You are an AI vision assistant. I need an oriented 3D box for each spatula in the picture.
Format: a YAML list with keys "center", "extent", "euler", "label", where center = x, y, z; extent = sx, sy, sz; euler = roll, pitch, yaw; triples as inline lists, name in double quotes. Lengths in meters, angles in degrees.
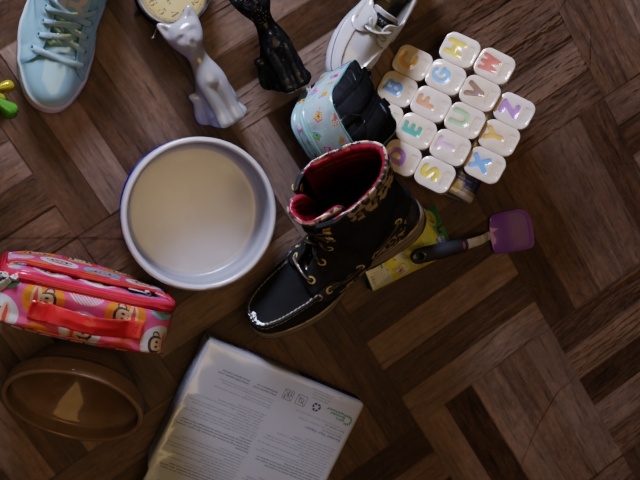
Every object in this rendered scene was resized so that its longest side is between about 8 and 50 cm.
- center: [0.291, 0.002, 1.841]
  extent: [0.297, 0.030, 0.084]
  euler: [-13, 99, -32]
  label: "spatula"

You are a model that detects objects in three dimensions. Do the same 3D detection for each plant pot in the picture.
- center: [-0.408, 0.239, 1.633]
  extent: [0.237, 0.237, 0.109]
  euler: [20, 49, -16]
  label: "plant pot"

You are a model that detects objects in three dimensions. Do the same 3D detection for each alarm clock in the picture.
- center: [-0.238, -0.437, 1.650]
  extent: [0.192, 0.064, 0.129]
  euler: [-33, 103, -6]
  label: "alarm clock"

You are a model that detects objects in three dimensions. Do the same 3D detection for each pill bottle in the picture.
- center: [0.275, -0.162, 1.805]
  extent: [0.094, 0.094, 0.169]
  euler: [25, 89, -16]
  label: "pill bottle"

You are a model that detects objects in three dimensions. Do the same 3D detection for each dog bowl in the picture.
- center: [-0.216, -0.048, 1.680]
  extent: [0.265, 0.104, 0.264]
  euler: [-2, 96, -15]
  label: "dog bowl"

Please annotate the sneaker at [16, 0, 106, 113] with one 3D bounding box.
- center: [-0.413, -0.388, 1.563]
  extent: [0.135, 0.150, 0.365]
  euler: [11, 93, -15]
  label: "sneaker"

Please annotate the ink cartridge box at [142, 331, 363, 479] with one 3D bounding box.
- center: [-0.135, 0.379, 1.771]
  extent: [0.324, 0.071, 0.330]
  euler: [26, 92, -17]
  label: "ink cartridge box"

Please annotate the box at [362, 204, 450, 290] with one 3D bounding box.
- center: [0.153, 0.010, 1.820]
  extent: [0.179, 0.043, 0.105]
  euler: [-24, 102, -9]
  label: "box"

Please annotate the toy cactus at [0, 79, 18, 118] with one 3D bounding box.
- center: [-0.576, -0.276, 1.526]
  extent: [0.112, 0.180, 0.218]
  euler: [-27, 98, 10]
  label: "toy cactus"

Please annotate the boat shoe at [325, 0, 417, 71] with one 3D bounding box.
- center: [0.106, -0.395, 1.735]
  extent: [0.096, 0.088, 0.267]
  euler: [38, 87, -16]
  label: "boat shoe"

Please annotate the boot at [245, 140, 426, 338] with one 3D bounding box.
- center: [0.000, 0.000, 1.635]
  extent: [0.377, 0.284, 0.138]
  euler: [-33, 64, 0]
  label: "boot"

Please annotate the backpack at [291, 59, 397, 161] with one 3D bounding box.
- center: [0.034, -0.204, 1.673]
  extent: [0.144, 0.188, 0.165]
  euler: [-22, 113, 23]
  label: "backpack"

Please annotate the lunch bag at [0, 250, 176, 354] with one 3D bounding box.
- center: [-0.389, 0.106, 1.570]
  extent: [0.293, 0.258, 0.120]
  euler: [14, 93, -17]
  label: "lunch bag"

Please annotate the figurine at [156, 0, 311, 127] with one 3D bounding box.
- center: [-0.151, -0.326, 1.649]
  extent: [0.215, 0.092, 0.209]
  euler: [-30, 118, -10]
  label: "figurine"

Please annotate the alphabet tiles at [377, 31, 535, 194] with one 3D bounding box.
- center: [0.233, -0.233, 1.760]
  extent: [0.278, 0.021, 0.284]
  euler: [29, 89, 11]
  label: "alphabet tiles"
